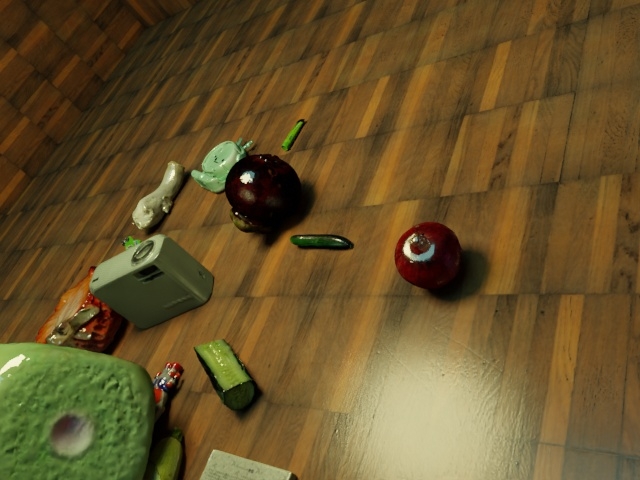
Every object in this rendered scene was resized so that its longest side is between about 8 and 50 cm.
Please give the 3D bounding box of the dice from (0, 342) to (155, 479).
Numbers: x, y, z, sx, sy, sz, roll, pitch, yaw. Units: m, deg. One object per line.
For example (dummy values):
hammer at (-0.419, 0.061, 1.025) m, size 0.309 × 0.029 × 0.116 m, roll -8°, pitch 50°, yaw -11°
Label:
dice at (-0.538, 0.391, 1.174) m, size 0.330 × 0.322 × 0.318 m, roll -24°, pitch 54°, yaw 48°

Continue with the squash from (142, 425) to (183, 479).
squash at (-0.321, 0.457, 1.184) m, size 0.090 × 0.075 × 0.200 m, roll -47°, pitch 26°, yaw 40°

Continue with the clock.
clock at (-0.305, -0.252, 1.878) m, size 0.159 × 0.066 × 0.211 m, roll 22°, pitch 69°, yaw 49°

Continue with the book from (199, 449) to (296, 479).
book at (-0.182, 0.535, 1.027) m, size 0.217 × 0.021 × 0.310 m, roll -3°, pitch 52°, yaw 40°

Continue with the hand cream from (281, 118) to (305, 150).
hand cream at (-0.083, -0.321, 1.779) m, size 0.036 × 0.023 × 0.121 m, roll -13°, pitch 43°, yaw 50°

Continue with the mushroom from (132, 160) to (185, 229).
mushroom at (-0.530, -0.148, 1.956) m, size 0.099 × 0.096 × 0.278 m, roll -1°, pitch 49°, yaw 40°

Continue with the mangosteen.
mangosteen at (-0.148, -0.123, 1.514) m, size 0.210 × 0.210 × 0.209 m, roll -24°, pitch 40°, yaw 23°

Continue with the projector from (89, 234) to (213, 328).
projector at (-0.437, 0.107, 1.530) m, size 0.251 × 0.198 × 0.108 m, roll -24°, pitch 41°, yaw 24°

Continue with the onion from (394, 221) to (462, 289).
onion at (0.200, 0.027, 1.100) m, size 0.131 × 0.131 × 0.131 m, roll -24°, pitch 40°, yaw 23°

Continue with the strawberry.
strawberry at (-0.662, 0.213, 1.690) m, size 0.265 × 0.149 × 0.336 m, roll -43°, pitch 26°, yaw 10°

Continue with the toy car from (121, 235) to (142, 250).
toy car at (-0.567, 0.045, 1.819) m, size 0.063 × 0.071 × 0.165 m, roll -28°, pitch 37°, yaw -5°

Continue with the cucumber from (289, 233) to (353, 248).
cucumber at (0.000, 0.000, 1.382) m, size 0.184 × 0.033 × 0.036 m, roll 1°, pitch 36°, yaw 40°

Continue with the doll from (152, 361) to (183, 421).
doll at (-0.380, 0.364, 1.344) m, size 0.104 × 0.062 × 0.194 m, roll 4°, pitch 47°, yaw 26°

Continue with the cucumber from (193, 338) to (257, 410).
cucumber at (-0.207, 0.285, 1.271) m, size 0.078 × 0.062 × 0.211 m, roll -17°, pitch 23°, yaw -23°
